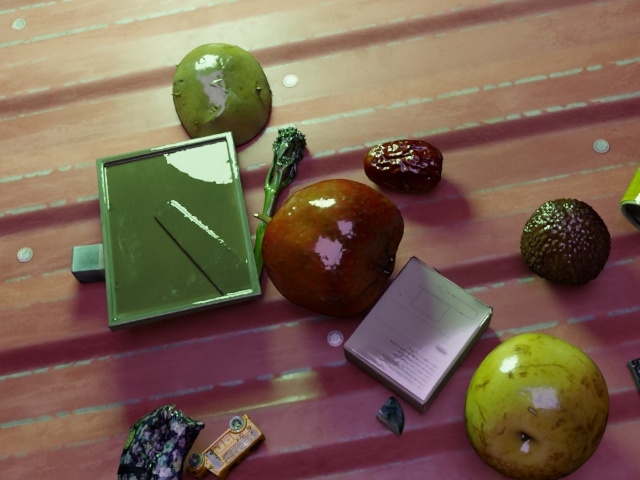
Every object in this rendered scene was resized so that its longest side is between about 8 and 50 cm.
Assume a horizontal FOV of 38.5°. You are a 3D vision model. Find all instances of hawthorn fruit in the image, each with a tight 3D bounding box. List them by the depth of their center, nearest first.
[{"bbox_3d":[0.000,0.000,1.908,0.330,0.287,0.287,20,69,23],"label":"hawthorn fruit"}]

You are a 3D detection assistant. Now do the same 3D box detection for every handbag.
[{"bbox_3d":[-0.324,0.432,1.778,0.127,0.229,0.207,28,64,-20],"label":"handbag"}]

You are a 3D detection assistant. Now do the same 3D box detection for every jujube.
[{"bbox_3d":[0.184,-0.168,2.045,0.176,0.109,0.112,6,33,12],"label":"jujube"}]

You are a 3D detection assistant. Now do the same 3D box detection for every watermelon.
[{"bbox_3d":[0.131,0.351,1.846,0.061,0.085,0.085,-26,60,33],"label":"watermelon"}]

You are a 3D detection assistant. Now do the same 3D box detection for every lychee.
[{"bbox_3d":[0.504,0.000,1.898,0.195,0.194,0.194,-2,66,5],"label":"lychee"}]

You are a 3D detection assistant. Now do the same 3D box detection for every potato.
[{"bbox_3d":[-0.239,-0.368,2.183,0.239,0.116,0.299,-14,67,-5],"label":"potato"}]

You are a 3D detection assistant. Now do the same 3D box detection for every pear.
[{"bbox_3d":[0.405,0.309,1.723,0.281,0.280,0.280,-2,66,5],"label":"pear"}]

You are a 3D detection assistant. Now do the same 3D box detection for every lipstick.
[{"bbox_3d":[-0.387,0.038,2.034,0.318,0.066,0.068,-6,62,3],"label":"lipstick"}]

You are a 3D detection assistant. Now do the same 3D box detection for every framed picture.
[{"bbox_3d":[-0.318,-0.032,2.012,0.326,0.028,0.446,-12,59,-1],"label":"framed picture"}]

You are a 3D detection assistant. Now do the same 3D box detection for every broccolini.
[{"bbox_3d":[-0.102,-0.085,2.053,0.079,0.074,0.392,3,65,15],"label":"broccolini"}]

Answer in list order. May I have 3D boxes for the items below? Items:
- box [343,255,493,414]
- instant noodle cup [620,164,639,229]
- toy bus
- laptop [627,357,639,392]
[{"bbox_3d":[0.201,0.192,1.881,0.203,0.106,0.251,34,72,18],"label":"box"},{"bbox_3d":[0.753,-0.130,1.926,0.216,0.215,0.236,34,81,19],"label":"instant noodle cup"},{"bbox_3d":[-0.190,0.425,1.838,0.162,0.069,0.074,-41,70,-13],"label":"toy bus"},{"bbox_3d":[0.720,0.313,1.814,0.154,0.026,0.207,-16,65,-1],"label":"laptop"}]
